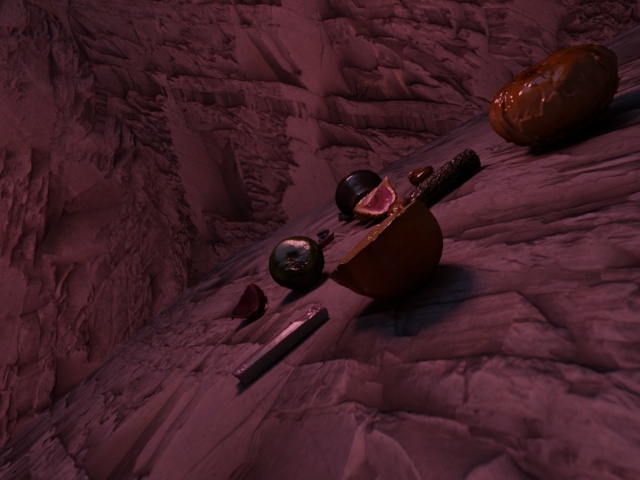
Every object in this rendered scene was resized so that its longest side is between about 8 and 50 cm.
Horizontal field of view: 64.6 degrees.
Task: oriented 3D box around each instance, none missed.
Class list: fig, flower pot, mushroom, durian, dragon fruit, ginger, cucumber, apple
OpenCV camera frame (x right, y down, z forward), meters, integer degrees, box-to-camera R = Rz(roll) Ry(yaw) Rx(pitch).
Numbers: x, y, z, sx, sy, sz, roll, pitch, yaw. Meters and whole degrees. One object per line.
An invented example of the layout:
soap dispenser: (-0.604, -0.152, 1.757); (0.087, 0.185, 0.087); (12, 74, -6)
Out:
fig: (-0.069, 0.100, 1.794); (0.203, 0.203, 0.235); (-32, -31, 0)
flower pot: (0.192, -0.180, 2.230); (0.235, 0.235, 0.148); (-31, 27, 4)
mushroom: (0.455, -0.297, 2.278); (0.127, 0.087, 0.127); (-33, 12, 8)
durian: (0.238, -0.152, 2.098); (0.182, 0.132, 0.165); (-52, 8, -34)
dragon fruit: (-0.236, 0.231, 1.779); (0.147, 0.096, 0.102); (-61, -7, 10)
ginger: (0.291, -0.114, 1.891); (0.095, 0.069, 0.190); (-33, 9, 18)
cucumber: (0.439, -0.212, 1.869); (0.359, 0.096, 0.096); (-36, 10, -17)
apple: (0.167, 0.046, 1.156); (0.251, 0.163, 0.293); (-44, -2, -12)

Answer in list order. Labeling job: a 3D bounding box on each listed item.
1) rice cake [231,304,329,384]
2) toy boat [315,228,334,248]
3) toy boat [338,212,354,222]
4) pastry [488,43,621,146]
rice cake: (-0.103, 0.255, 1.276); (0.290, 0.051, 0.081); (-36, 10, -25)
toy boat: (0.000, 0.000, 2.283); (0.069, 0.059, 0.173); (-23, 12, 44)
toy boat: (0.156, -0.127, 2.469); (0.141, 0.060, 0.055); (-20, 12, 22)
pastry: (0.746, -0.450, 1.625); (0.409, 0.245, 0.409); (-33, 10, 7)
